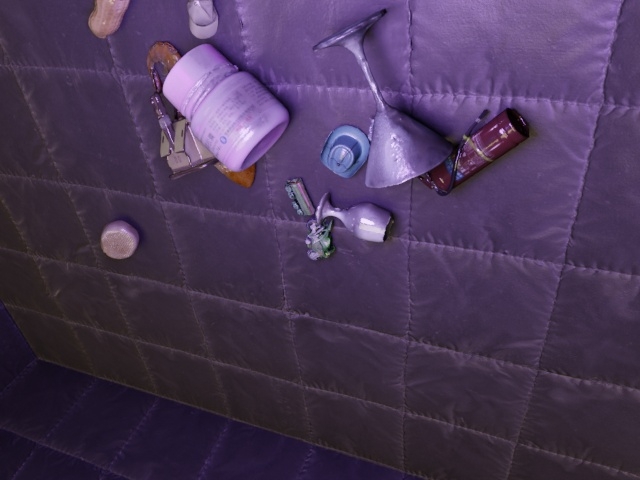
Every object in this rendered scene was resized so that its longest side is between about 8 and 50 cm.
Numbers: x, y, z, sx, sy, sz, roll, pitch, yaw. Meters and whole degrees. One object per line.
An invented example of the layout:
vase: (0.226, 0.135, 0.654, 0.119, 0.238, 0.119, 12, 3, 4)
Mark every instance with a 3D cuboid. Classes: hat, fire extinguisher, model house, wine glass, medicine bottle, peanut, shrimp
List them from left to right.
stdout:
peanut: (-0.654, -0.708, 1.635, 0.098, 0.090, 0.214, 33, 134, -18)
shrimp: (-0.501, -0.523, 1.740, 0.173, 0.058, 0.253, 24, 133, 17)
model house: (-0.428, -0.372, 1.751, 0.204, 0.218, 0.279, -11, 108, 33)
hat: (-0.358, -0.665, 1.538, 0.122, 0.081, 0.166, 33, 144, 1)
medicine bottle: (-0.282, -0.395, 1.591, 0.325, 0.256, 0.256, 44, 133, -2)
hat: (0.068, -0.260, 1.647, 0.138, 0.078, 0.191, 30, 134, -1)
wine glass: (0.113, -0.074, 1.749, 0.241, 0.126, 0.127, 18, 133, 15)
wine glass: (0.156, -0.367, 1.405, 0.267, 0.267, 0.406, -14, 116, 35)
fire extinguisher: (0.404, -0.240, 1.488, 0.341, 0.105, 0.142, -37, 68, 43)

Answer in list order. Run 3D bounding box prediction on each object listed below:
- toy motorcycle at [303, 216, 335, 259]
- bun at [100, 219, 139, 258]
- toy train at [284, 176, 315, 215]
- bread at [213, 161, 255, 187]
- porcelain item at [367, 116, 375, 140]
toy motorcycle: (0.000, 0.000, 1.905, 0.106, 0.074, 0.190, 7, 129, 9)
bun: (-0.867, -0.010, 2.302, 0.173, 0.113, 0.167, -27, 118, 15)
toy train: (-0.071, -0.148, 1.839, 0.070, 0.038, 0.148, -6, 124, 31)
bread: (-0.279, -0.237, 1.856, 0.154, 0.054, 0.136, -12, 131, 23)
porcelain item: (0.158, -0.327, 1.581, 0.036, 0.028, 0.083, 9, 131, 17)
